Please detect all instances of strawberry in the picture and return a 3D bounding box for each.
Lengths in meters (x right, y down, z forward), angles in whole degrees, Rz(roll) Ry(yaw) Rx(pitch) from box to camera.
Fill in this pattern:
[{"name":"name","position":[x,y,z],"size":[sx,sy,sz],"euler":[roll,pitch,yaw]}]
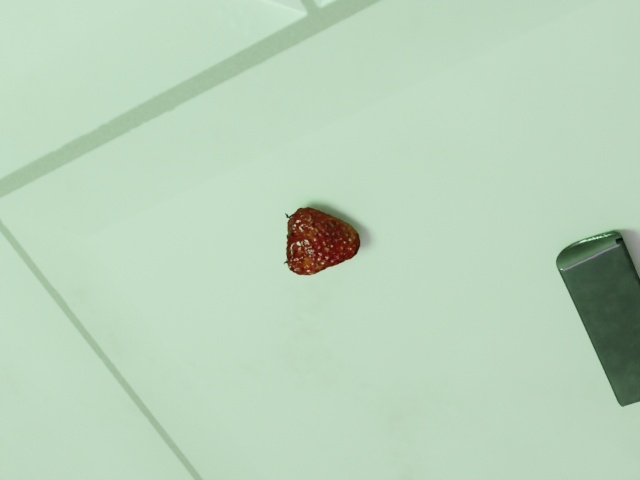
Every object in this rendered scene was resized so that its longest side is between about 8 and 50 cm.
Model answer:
[{"name":"strawberry","position":[0.000,0.000,1.153],"size":[0.083,0.073,0.073],"euler":[-4,121,7]}]

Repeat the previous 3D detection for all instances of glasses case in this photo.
[{"name":"glasses case","position":[0.306,0.082,1.115],"size":[0.072,0.042,0.190],"euler":[-20,114,21]}]
